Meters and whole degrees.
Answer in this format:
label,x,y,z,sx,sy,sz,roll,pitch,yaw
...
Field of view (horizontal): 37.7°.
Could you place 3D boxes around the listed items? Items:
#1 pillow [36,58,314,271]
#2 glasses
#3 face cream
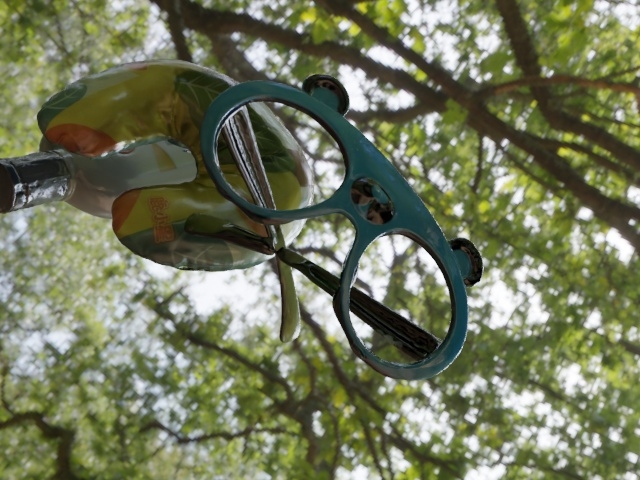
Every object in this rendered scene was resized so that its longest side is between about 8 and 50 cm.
label,x,y,z,sx,sy,sz,roll,pitch,yaw
pillow,-0.117,-0.069,0.835,0.233,0.214,0.086,54,-39,18
glasses,-0.019,0.018,0.677,0.239,0.102,0.207,48,-48,-2
face cream,-0.223,-0.084,1.008,0.144,0.291,0.071,47,-53,20
